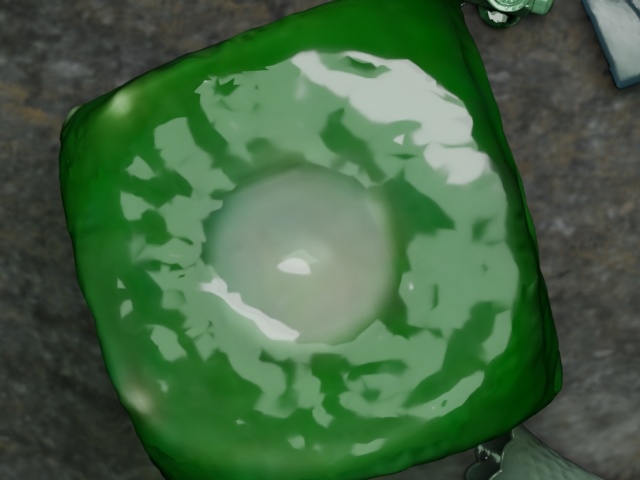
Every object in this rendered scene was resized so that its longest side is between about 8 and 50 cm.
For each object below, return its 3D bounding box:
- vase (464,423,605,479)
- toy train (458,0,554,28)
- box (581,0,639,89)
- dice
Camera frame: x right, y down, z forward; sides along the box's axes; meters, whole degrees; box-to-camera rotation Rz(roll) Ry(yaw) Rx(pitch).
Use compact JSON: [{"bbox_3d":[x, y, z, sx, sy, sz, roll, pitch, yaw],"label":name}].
[{"bbox_3d":[0.195,0.199,1.085,0.148,0.081,0.081,25,93,-5],"label":"vase"},{"bbox_3d":[0.100,-0.229,1.064,0.178,0.071,0.105,16,83,1],"label":"toy train"},{"bbox_3d":[0.240,-0.163,1.067,0.054,0.074,0.099,-21,93,15],"label":"box"},{"bbox_3d":[0.000,0.000,0.965,0.287,0.300,0.297,-18,95,5],"label":"dice"}]
